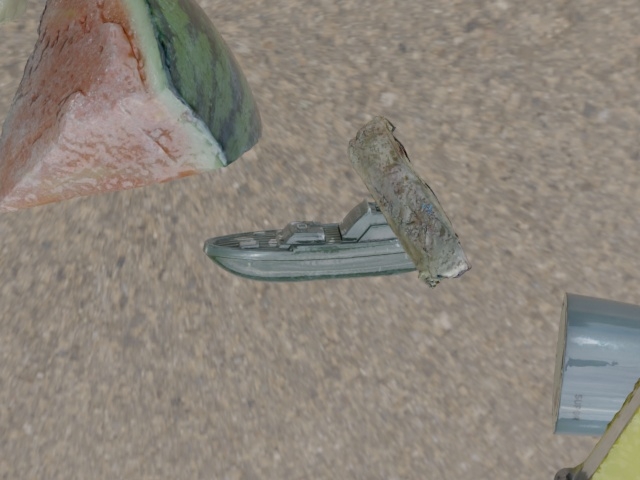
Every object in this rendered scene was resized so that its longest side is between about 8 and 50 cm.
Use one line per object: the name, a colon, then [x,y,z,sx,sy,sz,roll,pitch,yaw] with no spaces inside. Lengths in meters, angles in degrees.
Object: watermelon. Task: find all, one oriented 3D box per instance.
watermelon: [-0.176,-0.121,1.296,0.250,0.283,0.292,20,115,-30]

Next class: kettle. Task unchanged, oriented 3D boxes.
kettle: [0.381,0.173,1.409,0.243,0.160,0.210,7,117,8]

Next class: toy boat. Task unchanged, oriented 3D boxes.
toy boat: [0.000,0.000,1.410,0.261,0.078,0.085,-3,111,-4]

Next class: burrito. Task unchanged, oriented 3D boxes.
burrito: [0.074,-0.032,1.091,0.051,0.042,0.171,-41,65,24]

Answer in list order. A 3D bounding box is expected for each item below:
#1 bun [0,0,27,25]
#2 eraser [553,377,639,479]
bun: [-0.435,-0.277,1.465,0.183,0.183,0.102,-21,105,-4]
eraser: [0.214,0.109,0.478,0.226,0.069,0.158,30,124,9]
